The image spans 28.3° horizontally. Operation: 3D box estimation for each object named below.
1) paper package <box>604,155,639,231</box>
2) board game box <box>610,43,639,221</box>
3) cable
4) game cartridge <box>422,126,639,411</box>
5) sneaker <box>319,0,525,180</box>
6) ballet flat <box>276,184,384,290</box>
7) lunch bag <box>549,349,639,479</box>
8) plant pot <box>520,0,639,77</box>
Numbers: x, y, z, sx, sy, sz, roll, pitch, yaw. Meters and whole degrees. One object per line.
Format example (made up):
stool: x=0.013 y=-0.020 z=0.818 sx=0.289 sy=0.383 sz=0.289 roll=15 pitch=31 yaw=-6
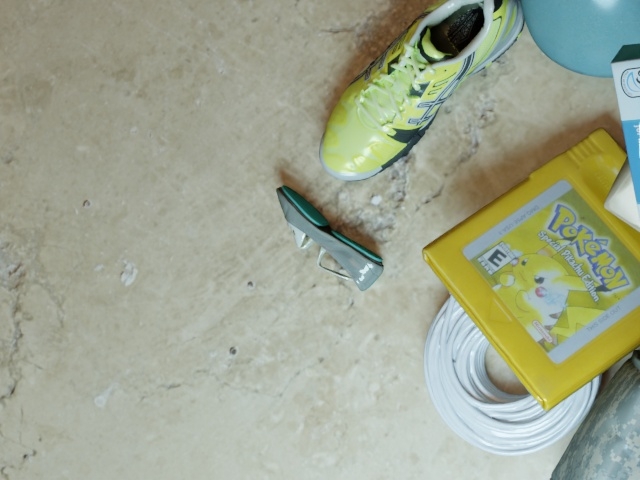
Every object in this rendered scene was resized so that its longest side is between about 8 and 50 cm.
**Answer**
paper package: x=0.579 y=-0.109 z=1.607 sx=0.309 sy=0.168 sz=0.325 roll=35 pitch=125 yaw=7
board game box: x=0.531 y=-0.121 z=1.475 sx=0.336 sy=0.079 sz=0.254 roll=-5 pitch=112 yaw=29
cable: x=0.274 y=0.175 z=1.817 sx=0.257 sy=0.089 sz=0.257 roll=29 pitch=96 yaw=17
game cartridge: x=0.351 y=0.032 z=1.751 sx=0.323 sy=0.053 sz=0.285 roll=-35 pitch=69 yaw=-8
sneaker: x=0.130 y=-0.247 z=1.866 sx=0.145 sy=0.147 sz=0.385 roll=46 pitch=101 yaw=14
ballet flat: x=0.000 y=0.000 z=1.930 sx=0.213 sy=0.072 sz=0.068 roll=38 pitch=102 yaw=17
lunch bag: x=0.418 y=0.279 z=1.667 sx=0.169 sy=0.287 sz=0.235 roll=29 pitch=96 yaw=0
plant pot: x=0.395 y=-0.396 z=1.719 sx=0.290 sy=0.195 sz=0.290 roll=-10 pitch=63 yaw=20
